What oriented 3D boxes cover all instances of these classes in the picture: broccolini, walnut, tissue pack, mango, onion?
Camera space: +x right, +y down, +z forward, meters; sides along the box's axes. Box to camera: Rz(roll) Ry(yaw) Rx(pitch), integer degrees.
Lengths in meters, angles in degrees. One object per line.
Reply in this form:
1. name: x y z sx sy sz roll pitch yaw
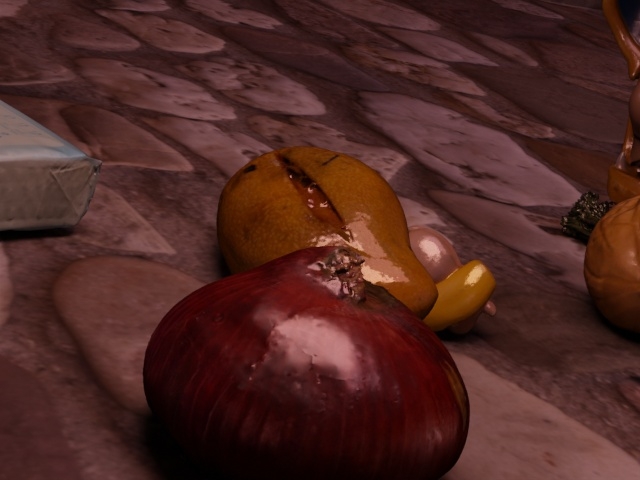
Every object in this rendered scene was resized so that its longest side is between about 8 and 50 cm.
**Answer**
1. broccolini: 0.371 0.019 1.755 0.067 0.058 0.216 -28 43 -13
2. walnut: 0.360 0.022 1.555 0.159 0.159 0.207 20 24 14
3. tissue pack: -0.359 -0.087 1.395 0.263 0.089 0.177 28 21 38
4. mango: -0.001 -0.006 1.362 0.177 0.120 0.295 -15 24 -17
5. onion: -0.011 0.100 1.054 0.248 0.161 0.248 -5 26 2

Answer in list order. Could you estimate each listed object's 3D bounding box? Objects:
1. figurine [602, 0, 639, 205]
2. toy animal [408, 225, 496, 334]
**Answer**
1. figurine: 0.544 -0.175 1.839 0.401 0.387 0.268 21 8 -15
2. toy animal: 0.112 0.048 1.414 0.114 0.091 0.082 37 -3 20
